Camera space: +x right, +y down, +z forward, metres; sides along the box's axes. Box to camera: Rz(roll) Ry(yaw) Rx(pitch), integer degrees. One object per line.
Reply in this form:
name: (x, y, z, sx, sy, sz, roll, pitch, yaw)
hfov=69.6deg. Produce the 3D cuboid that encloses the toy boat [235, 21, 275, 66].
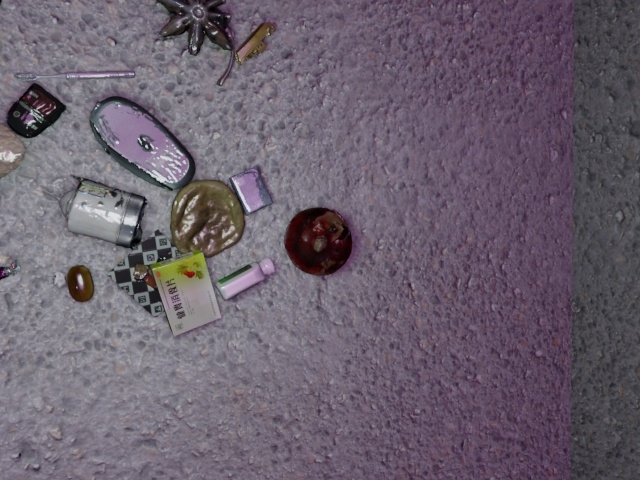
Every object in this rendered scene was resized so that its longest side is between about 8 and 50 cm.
toy boat: (-0.243, -0.731, 1.723, 0.206, 0.064, 0.072, -53, 125, -11)

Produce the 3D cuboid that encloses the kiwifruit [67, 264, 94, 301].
kiwifruit: (-0.788, 0.143, 1.514, 0.075, 0.075, 0.124, -8, 97, -21)

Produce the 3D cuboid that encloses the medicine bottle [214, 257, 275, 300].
medicine bottle: (-0.274, 0.137, 1.686, 0.219, 0.115, 0.078, -29, 99, -19)

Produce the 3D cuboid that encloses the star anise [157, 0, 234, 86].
star anise: (-0.436, -0.769, 1.623, 0.316, 0.139, 0.359, 17, 100, -13)

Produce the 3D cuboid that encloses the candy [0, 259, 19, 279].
candy: (-1.026, 0.110, 1.438, 0.175, 0.043, 0.045, -22, 95, -15)

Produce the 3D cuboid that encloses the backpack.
backpack: (-0.899, -0.401, 1.446, 0.120, 0.106, 0.165, 36, 75, -22)

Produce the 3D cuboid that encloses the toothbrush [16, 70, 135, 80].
toothbrush: (-0.802, -0.546, 1.523, 0.354, 0.029, 0.024, -10, 107, -21)

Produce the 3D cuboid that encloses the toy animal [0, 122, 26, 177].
toy animal: (-1.066, -0.248, 1.341, 0.359, 0.188, 0.226, -29, 90, -18)

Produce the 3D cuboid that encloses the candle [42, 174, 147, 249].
candle: (-0.728, -0.099, 1.478, 0.331, 0.187, 0.187, 18, 84, -18)

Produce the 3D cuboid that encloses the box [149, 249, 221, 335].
box: (-0.467, 0.182, 1.609, 0.175, 0.062, 0.260, -20, 110, -25)

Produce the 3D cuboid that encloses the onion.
onion: (0.000, 0.000, 1.751, 0.272, 0.195, 0.271, 0, 90, -11)

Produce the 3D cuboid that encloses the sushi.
sushi: (-0.573, 0.112, 1.599, 0.219, 0.047, 0.231, -45, 118, -15)

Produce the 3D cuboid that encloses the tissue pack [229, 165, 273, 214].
tissue pack: (-0.260, -0.185, 1.725, 0.113, 0.051, 0.156, -26, 100, -16)

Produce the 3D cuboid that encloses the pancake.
pancake: (-0.398, -0.076, 1.641, 0.295, 0.049, 0.294, -9, 107, -29)

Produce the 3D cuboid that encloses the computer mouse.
computer mouse: (-0.596, -0.320, 1.560, 0.374, 0.114, 0.203, 44, 78, -16)
